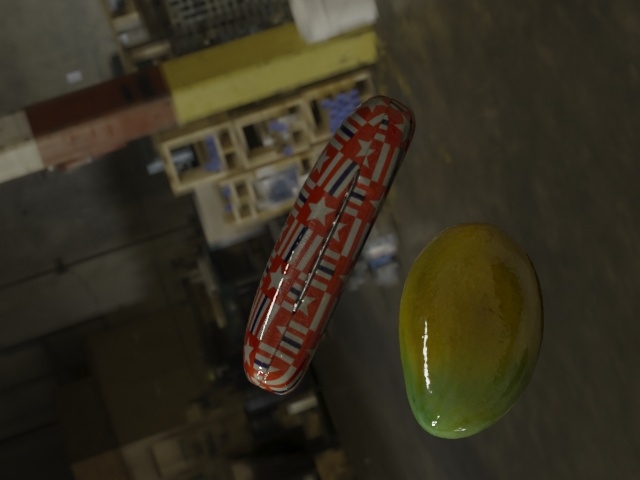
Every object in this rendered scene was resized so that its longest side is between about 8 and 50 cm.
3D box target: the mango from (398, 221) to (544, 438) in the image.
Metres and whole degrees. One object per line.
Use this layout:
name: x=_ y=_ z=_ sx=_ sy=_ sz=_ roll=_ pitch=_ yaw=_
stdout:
mango: x=0.127 y=0.078 z=1.176 sx=0.092 sy=0.130 sz=0.194 roll=126 pitch=167 yaw=-65

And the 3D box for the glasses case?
glasses case: x=0.000 y=0.000 z=0.842 sx=0.073 sy=0.049 sz=0.194 roll=164 pitch=130 yaw=-87
